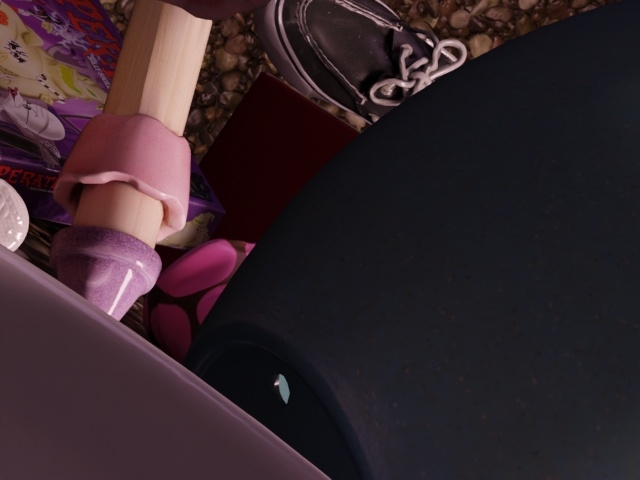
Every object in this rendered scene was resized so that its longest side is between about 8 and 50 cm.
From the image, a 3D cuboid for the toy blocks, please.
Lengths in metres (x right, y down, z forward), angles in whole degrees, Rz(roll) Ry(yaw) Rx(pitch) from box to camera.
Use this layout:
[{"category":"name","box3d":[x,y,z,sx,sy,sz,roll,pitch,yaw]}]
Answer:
[{"category":"toy blocks","box3d":[-0.192,-0.079,0.759,0.309,0.260,0.288,16,-26,-7]}]

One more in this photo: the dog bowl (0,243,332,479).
[{"category":"dog bowl","box3d":[-0.092,0.056,0.296,0.265,0.104,0.265,33,2,-1]}]

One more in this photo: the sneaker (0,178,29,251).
[{"category":"sneaker","box3d":[-0.237,-0.039,1.013,0.158,0.061,0.065,40,-14,-6]}]

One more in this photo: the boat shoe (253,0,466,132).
[{"category":"boat shoe","box3d":[0.074,-0.136,1.599,0.306,0.113,0.105,43,-17,-30]}]

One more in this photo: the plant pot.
[{"category":"plant pot","box3d":[0.066,0.072,0.601,0.195,0.290,0.290,-12,31,-32]}]

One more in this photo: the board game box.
[{"category":"board game box","box3d":[-0.224,-0.129,1.359,0.208,0.056,0.347,18,28,-41]}]

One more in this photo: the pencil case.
[{"category":"pencil case","box3d":[-0.015,0.071,1.074,0.209,0.098,0.095,34,3,40]}]

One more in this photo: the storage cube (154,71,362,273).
[{"category":"storage cube","box3d":[0.000,0.000,1.545,0.215,0.193,0.183,36,4,34]}]
